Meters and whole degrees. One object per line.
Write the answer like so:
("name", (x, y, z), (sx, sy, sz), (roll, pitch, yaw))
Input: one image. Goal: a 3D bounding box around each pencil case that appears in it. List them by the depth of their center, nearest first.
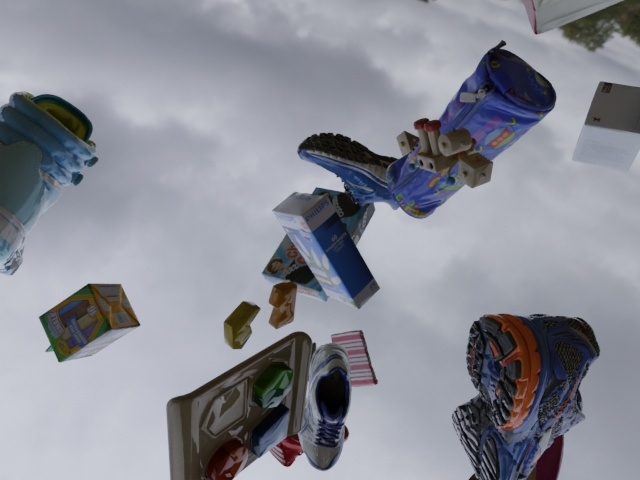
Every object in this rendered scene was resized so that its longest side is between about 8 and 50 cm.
("pencil case", (0.221, -0.158, 0.777), (0.133, 0.306, 0.119), (-10, -115, -34))

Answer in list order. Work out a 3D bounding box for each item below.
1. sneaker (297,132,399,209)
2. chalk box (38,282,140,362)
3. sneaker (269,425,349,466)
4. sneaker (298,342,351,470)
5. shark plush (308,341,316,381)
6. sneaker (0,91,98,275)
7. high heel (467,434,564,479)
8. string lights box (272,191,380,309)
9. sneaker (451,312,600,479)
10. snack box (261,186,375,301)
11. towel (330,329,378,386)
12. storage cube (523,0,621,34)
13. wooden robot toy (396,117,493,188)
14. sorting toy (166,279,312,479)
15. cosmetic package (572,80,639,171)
("sneaker", (0.089, -0.159, 1.233), (0.330, 0.147, 0.130), (21, -146, -14))
("chalk box", (-0.601, 0.216, 1.231), (0.132, 0.213, 0.132), (60, -172, 10))
("sneaker", (-0.038, 0.543, 1.311), (0.221, 0.128, 0.087), (8, -161, 5))
("sneaker", (0.008, 0.381, 1.060), (0.112, 0.296, 0.131), (2, -172, -4))
("shark plush", (-0.037, 0.334, 1.234), (0.067, 0.073, 0.161), (-16, -155, 13))
("sneaker", (-0.380, -0.072, 0.613), (0.127, 0.319, 0.208), (41, -117, -29))
("high heel", (0.342, 0.484, 0.943), (0.181, 0.377, 0.127), (18, -174, -38))
("string lights box", (0.015, 0.020, 1.065), (0.077, 0.260, 0.133), (-42, -153, -20))
("sneaker", (0.166, 0.142, 0.390), (0.087, 0.221, 0.083), (-10, -138, -6))
("snack box", (0.000, 0.000, 1.324), (0.187, 0.060, 0.322), (14, -121, 29))
("towel", (0.115, 0.411, 1.684), (0.029, 0.144, 0.197), (-13, -94, -49))
("storage cube", (0.302, -0.382, 0.540), (0.183, 0.215, 0.193), (-7, -99, -64))
("wooden robot toy", (0.170, -0.122, 0.620), (0.079, 0.076, 0.173), (-20, -155, -15))
("sorting toy", (-0.099, 0.216, 0.670), (0.229, 0.307, 0.041), (-19, -144, -41))
("cosmetic package", (0.813, -0.312, 1.344), (0.151, 0.184, 0.151), (19, -106, 23))
